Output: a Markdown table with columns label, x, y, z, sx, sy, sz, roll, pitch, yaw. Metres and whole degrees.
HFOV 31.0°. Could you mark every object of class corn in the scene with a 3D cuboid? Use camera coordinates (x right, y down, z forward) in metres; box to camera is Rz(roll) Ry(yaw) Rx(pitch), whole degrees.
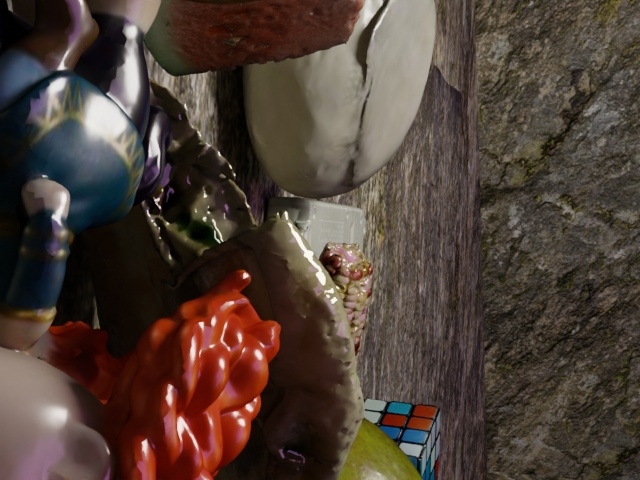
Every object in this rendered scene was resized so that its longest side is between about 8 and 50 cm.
| label | x | y | z | sx | sy | sz | roll | pitch | yaw |
| --- | --- | --- | --- | --- | --- | --- | --- | --- | --- |
| corn | 0.008 | 0.133 | 1.352 | 0.092 | 0.092 | 0.281 | -56 | 162 | -63 |

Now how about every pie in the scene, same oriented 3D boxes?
| label | x | y | z | sx | sy | sz | roll | pitch | yaw |
| --- | --- | --- | --- | --- | --- | --- | --- | --- | --- |
| pie | -0.086 | 0.044 | 0.788 | 0.075 | 0.337 | 0.338 | -19 | 120 | -28 |

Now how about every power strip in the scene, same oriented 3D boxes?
| label | x | y | z | sx | sy | sz | roll | pitch | yaw |
| --- | --- | --- | --- | --- | --- | --- | --- | --- | --- |
| power strip | 0.000 | 0.000 | 1.463 | 0.338 | 0.058 | 0.098 | 3 | 89 | -75 |

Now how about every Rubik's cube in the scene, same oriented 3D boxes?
| label | x | y | z | sx | sy | sz | roll | pitch | yaw |
| --- | --- | --- | --- | --- | --- | --- | --- | --- | --- |
| Rubik's cube | 0.083 | 0.326 | 1.646 | 0.155 | 0.154 | 0.151 | -48 | 139 | -66 |

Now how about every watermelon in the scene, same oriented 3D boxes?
| label | x | y | z | sx | sy | sz | roll | pitch | yaw |
| --- | --- | --- | --- | --- | --- | --- | --- | --- | --- |
| watermelon | -0.051 | -0.252 | 0.958 | 0.318 | 0.226 | 0.148 | -54 | 174 | -39 |

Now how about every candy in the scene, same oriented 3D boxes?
| label | x | y | z | sx | sy | sz | roll | pitch | yaw |
| --- | --- | --- | --- | --- | --- | --- | --- | --- | --- |
| candy | 0.013 | -0.186 | 1.242 | 0.295 | 0.185 | 0.295 | -56 | 157 | -38 |

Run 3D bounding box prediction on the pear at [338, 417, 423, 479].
| label | x | y | z | sx | sy | sz | roll | pitch | yaw |
| --- | --- | --- | --- | --- | --- | --- | --- | --- | --- |
| pear | 0.009 | 0.329 | 1.208 | 0.269 | 0.269 | 0.321 | 38 | 38 | -72 |

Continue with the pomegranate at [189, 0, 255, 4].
| label | x | y | z | sx | sy | sz | roll | pitch | yaw |
| --- | --- | --- | --- | --- | --- | --- | --- | --- | --- |
| pomegranate | -0.033 | -0.309 | 0.633 | 0.410 | 0.410 | 0.410 | 3 | 90 | -75 |

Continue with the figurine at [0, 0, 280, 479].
| label | x | y | z | sx | sy | sz | roll | pitch | yaw |
| --- | --- | --- | --- | --- | --- | --- | --- | --- | --- |
| figurine | -0.168 | 0.028 | 0.549 | 0.306 | 0.241 | 0.412 | -31 | 112 | -64 |
